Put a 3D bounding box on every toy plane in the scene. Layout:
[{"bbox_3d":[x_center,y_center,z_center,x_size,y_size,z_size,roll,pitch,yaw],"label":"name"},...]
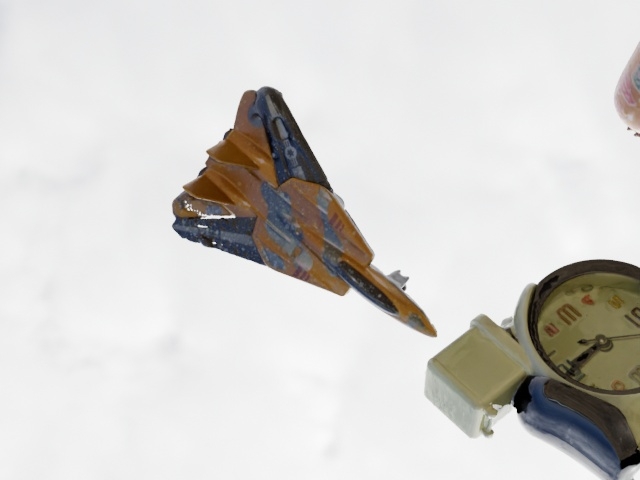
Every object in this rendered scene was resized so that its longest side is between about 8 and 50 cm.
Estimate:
[{"bbox_3d":[0.003,-0.004,1.739,0.316,0.204,0.103,35,-156,0],"label":"toy plane"}]

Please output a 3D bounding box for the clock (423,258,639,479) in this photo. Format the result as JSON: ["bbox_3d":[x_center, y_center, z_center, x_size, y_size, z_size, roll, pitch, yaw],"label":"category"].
[{"bbox_3d":[0.301,0.186,1.506,0.276,0.120,0.379,-33,-122,-22],"label":"clock"}]

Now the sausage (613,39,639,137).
[{"bbox_3d":[0.392,-0.209,1.763,0.093,0.312,0.093,6,-122,-10],"label":"sausage"}]
